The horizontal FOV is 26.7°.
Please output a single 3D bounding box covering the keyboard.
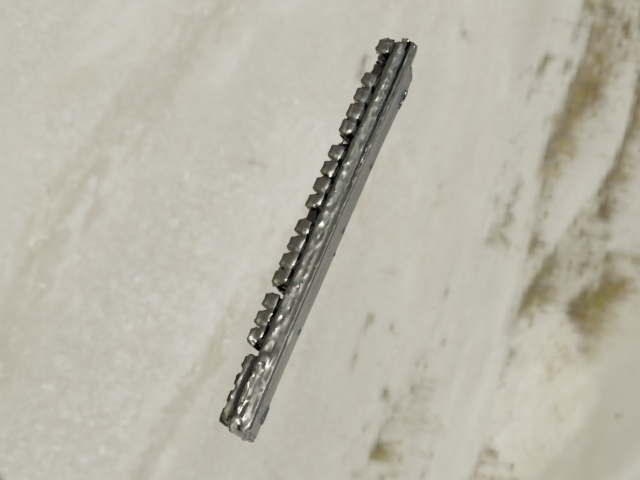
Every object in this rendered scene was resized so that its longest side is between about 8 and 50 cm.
[{"bbox_3d":[-0.001,0.000,0.737,0.072,0.023,0.231,74,39,-77],"label":"keyboard"}]
